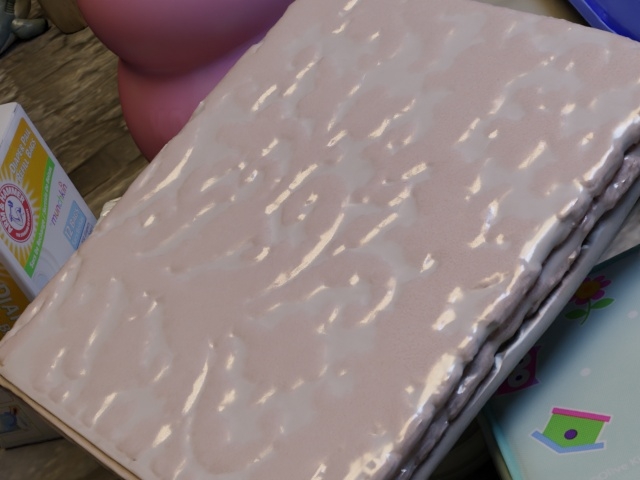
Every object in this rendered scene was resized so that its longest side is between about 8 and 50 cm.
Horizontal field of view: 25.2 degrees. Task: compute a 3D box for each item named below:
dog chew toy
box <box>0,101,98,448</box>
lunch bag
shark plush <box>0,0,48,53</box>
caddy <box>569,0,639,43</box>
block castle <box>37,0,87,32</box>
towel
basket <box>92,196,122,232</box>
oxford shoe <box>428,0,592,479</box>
[{"bbox_3d":[-0.080,-0.183,1.018,0.206,0.332,0.207,-17,38,14],"label":"dog chew toy"},{"bbox_3d":[-0.207,0.027,0.954,0.103,0.203,0.114,-14,38,19],"label":"box"},{"bbox_3d":[0.220,0.072,0.701,0.279,0.108,0.224,-24,30,2],"label":"lunch bag"},{"bbox_3d":[-0.360,-0.218,1.469,0.161,0.067,0.073,-37,37,-12],"label":"shark plush"},{"bbox_3d":[0.273,-0.208,0.946,0.241,0.179,0.341,-7,38,-15],"label":"caddy"},{"bbox_3d":[-0.161,-0.443,1.493,0.303,0.213,0.453,-10,40,24],"label":"block castle"},{"bbox_3d":[0.000,0.000,0.773,0.332,0.053,0.317,-50,40,-14],"label":"towel"},{"bbox_3d":[-0.066,0.017,0.953,0.167,0.113,0.103,-17,35,14],"label":"basket"},{"bbox_3d":[0.094,-0.056,0.910,0.169,0.130,0.449,-5,44,30],"label":"oxford shoe"}]
